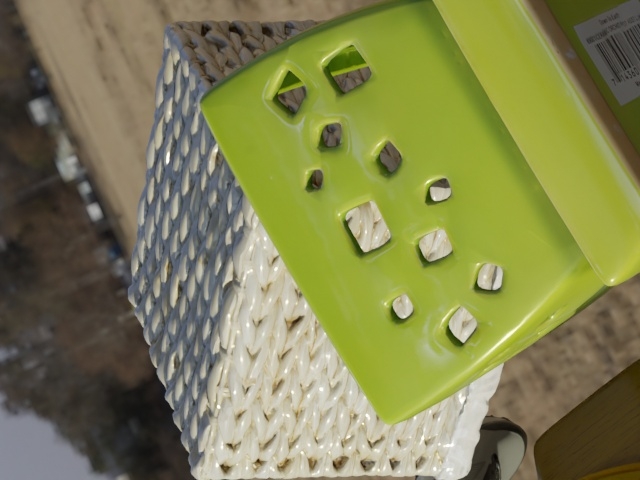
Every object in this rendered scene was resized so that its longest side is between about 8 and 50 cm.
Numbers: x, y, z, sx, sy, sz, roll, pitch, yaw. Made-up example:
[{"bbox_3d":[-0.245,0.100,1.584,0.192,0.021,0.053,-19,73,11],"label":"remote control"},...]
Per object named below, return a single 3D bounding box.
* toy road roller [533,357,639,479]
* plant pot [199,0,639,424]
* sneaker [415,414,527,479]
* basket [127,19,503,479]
[{"bbox_3d":[0.263,0.213,0.943,0.202,0.329,0.241,-47,37,43],"label":"toy road roller"},{"bbox_3d":[0.107,-0.058,0.873,0.207,0.228,0.227,-34,85,41],"label":"plant pot"},{"bbox_3d":[0.131,0.261,1.447,0.108,0.271,0.100,14,122,33],"label":"sneaker"},{"bbox_3d":[0.000,0.000,1.360,0.328,0.266,0.331,-119,36,-51],"label":"basket"}]
